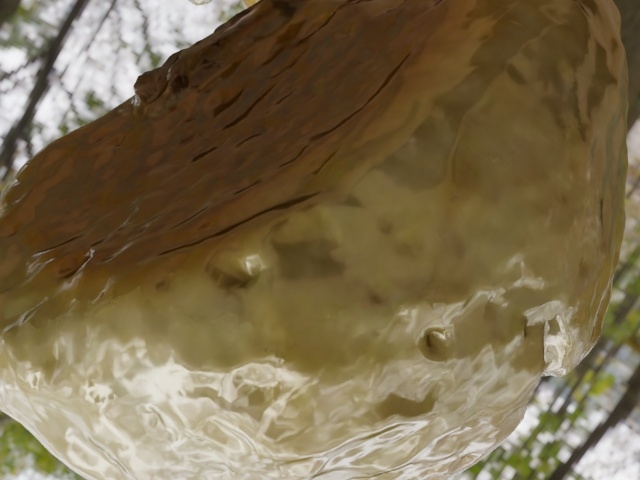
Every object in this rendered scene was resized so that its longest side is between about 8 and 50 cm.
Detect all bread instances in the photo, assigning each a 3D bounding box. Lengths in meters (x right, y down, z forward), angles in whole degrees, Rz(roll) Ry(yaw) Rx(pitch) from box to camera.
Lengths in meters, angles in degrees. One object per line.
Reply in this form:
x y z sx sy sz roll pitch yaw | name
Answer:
0.000 0.000 0.499 0.134 0.244 0.244 53 -179 -27 | bread

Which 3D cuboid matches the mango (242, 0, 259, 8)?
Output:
-0.005 -0.187 1.191 0.187 0.066 0.101 53 -145 -2 | mango

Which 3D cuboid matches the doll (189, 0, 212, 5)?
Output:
-0.048 -0.145 0.657 0.061 0.093 0.051 11 -150 -32 | doll
